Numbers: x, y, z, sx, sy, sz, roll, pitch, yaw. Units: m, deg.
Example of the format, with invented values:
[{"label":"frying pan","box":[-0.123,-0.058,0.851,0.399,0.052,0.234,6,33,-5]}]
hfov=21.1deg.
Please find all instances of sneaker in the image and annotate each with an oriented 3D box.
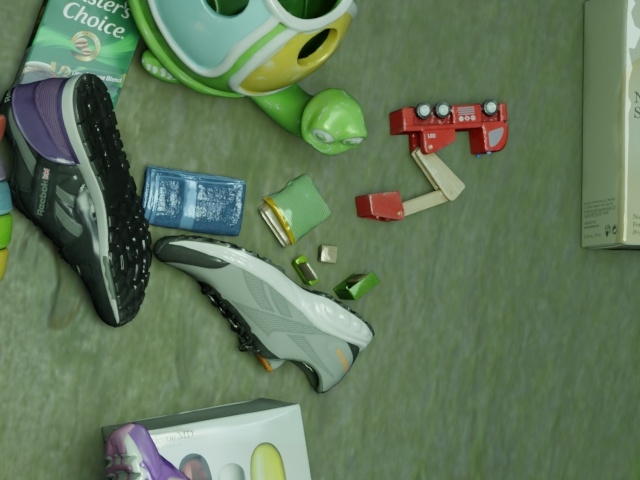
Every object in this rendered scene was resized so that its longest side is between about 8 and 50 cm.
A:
[{"label":"sneaker","box":[-0.271,-0.041,1.866,0.124,0.107,0.283,-5,108,20]},{"label":"sneaker","box":[-0.071,0.077,1.915,0.271,0.100,0.108,31,82,-15]},{"label":"sneaker","box":[-0.130,0.278,1.732,0.104,0.095,0.236,-33,101,-22]}]

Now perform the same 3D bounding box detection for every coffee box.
[{"label":"coffee box","box":[-0.261,-0.224,1.896,0.113,0.040,0.184,22,80,-16]}]

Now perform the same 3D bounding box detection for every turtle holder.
[{"label":"turtle holder","box":[-0.073,-0.251,1.841,0.243,0.227,0.320,-2,93,-33]}]

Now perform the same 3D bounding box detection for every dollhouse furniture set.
[{"label":"dollhouse furniture set","box":[0.000,0.000,1.962,0.076,0.058,0.152,-36,98,-18]}]

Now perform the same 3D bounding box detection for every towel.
[{"label":"towel","box":[-0.143,-0.043,1.932,0.119,0.029,0.067,9,85,-19]}]

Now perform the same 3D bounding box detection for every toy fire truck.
[{"label":"toy fire truck","box":[0.135,-0.094,2.020,0.192,0.047,0.135,-4,88,-20]}]

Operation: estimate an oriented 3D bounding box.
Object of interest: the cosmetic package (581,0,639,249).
[{"label":"cosmetic package","box":[0.411,-0.142,2.085,0.160,0.113,0.309,2,87,-19]}]

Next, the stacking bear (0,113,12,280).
[{"label":"stacking bear","box":[-0.401,0.015,1.781,0.164,0.175,0.289,-2,97,-12]}]

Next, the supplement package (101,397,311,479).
[{"label":"supplement package","box":[-0.117,0.288,1.857,0.194,0.149,0.203,-9,90,-18]}]
